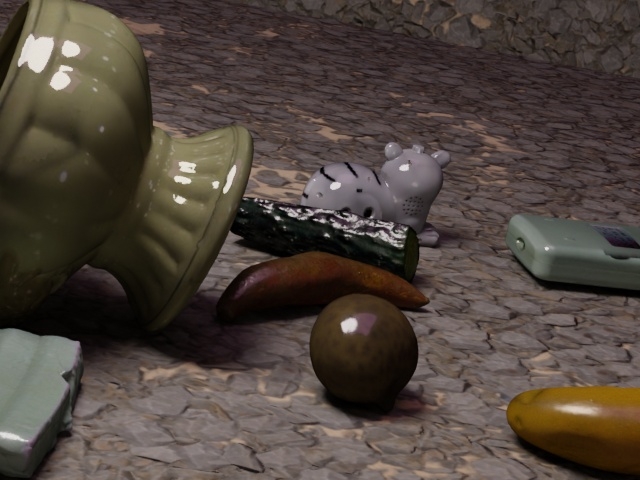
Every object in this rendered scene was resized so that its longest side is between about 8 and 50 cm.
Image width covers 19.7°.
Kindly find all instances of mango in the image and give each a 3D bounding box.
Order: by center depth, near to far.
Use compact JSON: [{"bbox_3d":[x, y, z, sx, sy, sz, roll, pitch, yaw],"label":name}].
[{"bbox_3d":[0.254,0.162,1.601,0.190,0.075,0.098,10,1,13],"label":"mango"}]

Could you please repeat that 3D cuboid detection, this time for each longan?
[{"bbox_3d":[0.040,0.102,1.654,0.113,0.092,0.113,40,31,-30],"label":"longan"}]

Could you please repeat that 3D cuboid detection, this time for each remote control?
[{"bbox_3d":[0.371,0.021,2.163,0.296,0.056,0.140,7,19,-15],"label":"remote control"}]

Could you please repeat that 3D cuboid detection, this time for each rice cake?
[{"bbox_3d":[-0.260,0.126,1.475,0.127,0.043,0.237,10,17,2],"label":"rice cake"}]

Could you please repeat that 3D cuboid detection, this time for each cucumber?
[{"bbox_3d":[0.000,0.003,2.018,0.211,0.062,0.078,9,-18,16],"label":"cucumber"}]

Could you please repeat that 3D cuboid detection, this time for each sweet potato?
[{"bbox_3d":[-0.005,0.044,1.877,0.255,0.058,0.078,0,35,-38],"label":"sweet potato"}]

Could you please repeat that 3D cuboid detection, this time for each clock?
[{"bbox_3d":[0.063,-0.059,2.141,0.176,0.117,0.080,3,18,-21],"label":"clock"}]

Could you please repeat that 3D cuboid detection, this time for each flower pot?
[{"bbox_3d":[-0.215,-0.051,1.698,0.244,0.307,0.307,24,13,-15],"label":"flower pot"}]
